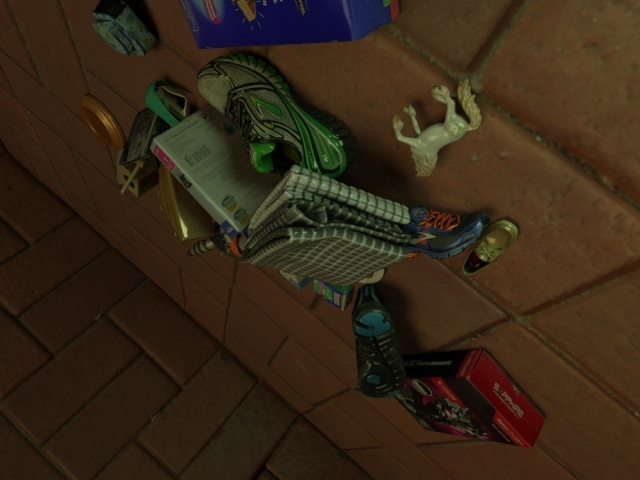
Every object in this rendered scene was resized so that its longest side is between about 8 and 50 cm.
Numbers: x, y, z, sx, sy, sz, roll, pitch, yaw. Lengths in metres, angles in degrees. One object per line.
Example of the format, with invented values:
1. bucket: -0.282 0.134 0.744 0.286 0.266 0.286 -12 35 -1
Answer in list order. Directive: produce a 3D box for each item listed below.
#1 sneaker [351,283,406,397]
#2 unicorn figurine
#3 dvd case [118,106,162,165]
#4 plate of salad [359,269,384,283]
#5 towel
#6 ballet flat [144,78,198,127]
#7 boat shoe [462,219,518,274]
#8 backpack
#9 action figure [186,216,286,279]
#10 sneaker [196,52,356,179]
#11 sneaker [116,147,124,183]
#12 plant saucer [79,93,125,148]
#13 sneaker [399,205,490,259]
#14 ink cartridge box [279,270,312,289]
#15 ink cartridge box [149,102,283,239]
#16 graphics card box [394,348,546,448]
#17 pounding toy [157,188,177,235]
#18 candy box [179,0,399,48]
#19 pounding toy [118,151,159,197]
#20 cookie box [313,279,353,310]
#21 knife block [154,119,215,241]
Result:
1. sneaker: 0.149 0.268 1.038 0.124 0.140 0.341 -5 122 4
2. unicorn figurine: 0.162 -0.155 0.596 0.111 0.060 0.161 52 149 -13
3. dvd case: -0.487 -0.292 1.104 0.018 0.165 0.221 24 166 -41
4. plate of salad: 0.060 0.035 0.964 0.199 0.048 0.200 31 148 22
5. towel: 0.000 0.000 0.747 0.234 0.122 0.283 17 159 -20
6. ballet flat: -0.323 -0.296 0.976 0.247 0.083 0.087 41 136 0
7. boat shoe: 0.283 0.018 0.683 0.050 0.045 0.135 35 148 14
8. backpack: -0.426 -0.453 0.876 0.104 0.084 0.114 28 172 35
9. action figure: -0.243 0.022 1.180 0.330 0.178 0.342 5 135 51
10. sneaker: -0.104 -0.219 0.746 0.343 0.146 0.134 37 149 12
11. sneaker: -0.705 -0.274 1.486 0.051 0.070 0.135 34 120 31
12. plant saucer: -0.756 -0.402 1.390 0.199 0.037 0.200 29 146 22
13. sneaker: 0.191 -0.020 0.715 0.221 0.083 0.087 -11 115 52
14. ink cartridge box: -0.062 0.036 1.051 0.092 0.089 0.143 36 151 38
15. ink cartridge box: -0.201 -0.143 0.912 0.311 0.186 0.065 48 147 -8
16. graphics card box: 0.337 0.400 1.047 0.233 0.094 0.371 47 150 -7
17. pounding toy: -0.442 -0.115 1.273 0.100 0.141 0.130 39 149 7
18. candy box: -0.076 -0.400 0.512 0.316 0.122 0.268 20 141 36
19. pounding toy: -0.567 -0.225 1.244 0.094 0.181 0.206 45 150 -2
20. cookie box: 0.034 0.136 1.125 0.107 0.040 0.092 30 146 20
21. knife block: -0.362 -0.167 1.063 0.276 0.088 0.242 48 137 36
